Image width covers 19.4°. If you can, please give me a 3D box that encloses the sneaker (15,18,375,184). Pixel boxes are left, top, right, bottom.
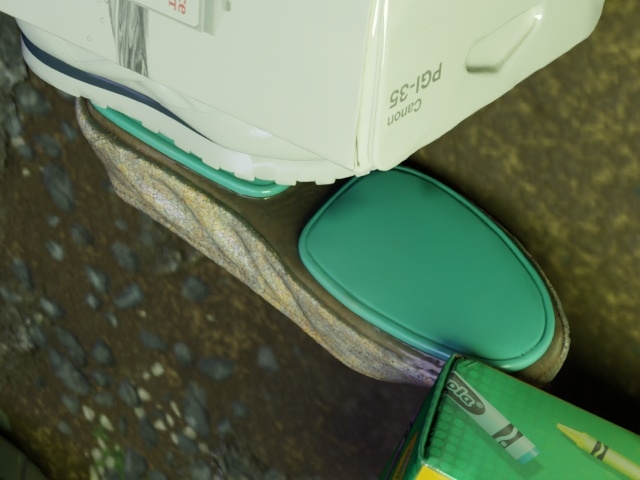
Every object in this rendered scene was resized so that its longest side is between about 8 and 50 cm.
[{"bbox_3d":[-0.057,-0.102,0.943,0.235,0.090,0.095,17,146,15],"label":"sneaker"}]

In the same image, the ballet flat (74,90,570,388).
[{"bbox_3d":[0.000,0.000,0.993,0.316,0.107,0.106,37,151,26],"label":"ballet flat"}]

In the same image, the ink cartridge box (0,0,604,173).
[{"bbox_3d":[-0.031,-0.163,0.840,0.283,0.207,0.117,26,128,27],"label":"ink cartridge box"}]

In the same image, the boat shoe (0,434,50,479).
[{"bbox_3d":[-0.281,0.184,1.312,0.324,0.122,0.120,26,157,30],"label":"boat shoe"}]

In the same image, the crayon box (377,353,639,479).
[{"bbox_3d":[0.150,0.186,0.897,0.278,0.081,0.165,25,130,-1],"label":"crayon box"}]
